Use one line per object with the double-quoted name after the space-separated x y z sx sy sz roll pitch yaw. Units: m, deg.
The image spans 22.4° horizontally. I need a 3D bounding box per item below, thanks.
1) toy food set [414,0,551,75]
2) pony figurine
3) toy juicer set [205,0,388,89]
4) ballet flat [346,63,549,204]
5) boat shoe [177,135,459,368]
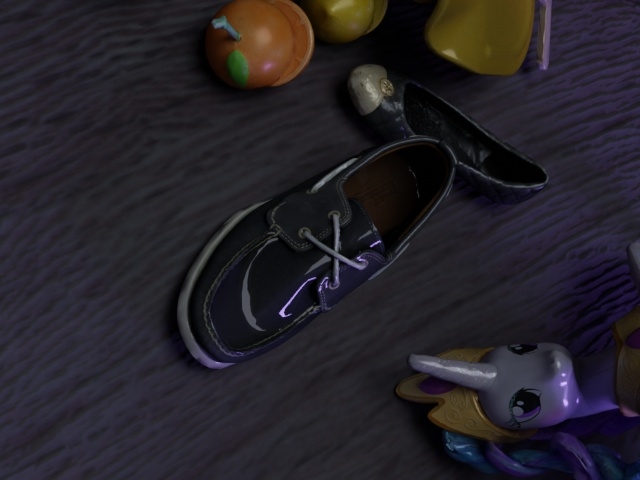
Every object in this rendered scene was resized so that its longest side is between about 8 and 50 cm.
0.103 -0.181 1.163 0.218 0.071 0.128 -7 97 -64 "toy food set"
0.279 0.096 1.092 0.351 0.363 0.303 26 54 -46 "pony figurine"
-0.010 -0.245 1.097 0.209 0.089 0.329 42 55 -19 "toy juicer set"
0.091 -0.080 1.149 0.173 0.049 0.057 29 61 -27 "ballet flat"
0.000 0.000 1.042 0.233 0.079 0.084 -37 101 -36 "boat shoe"
